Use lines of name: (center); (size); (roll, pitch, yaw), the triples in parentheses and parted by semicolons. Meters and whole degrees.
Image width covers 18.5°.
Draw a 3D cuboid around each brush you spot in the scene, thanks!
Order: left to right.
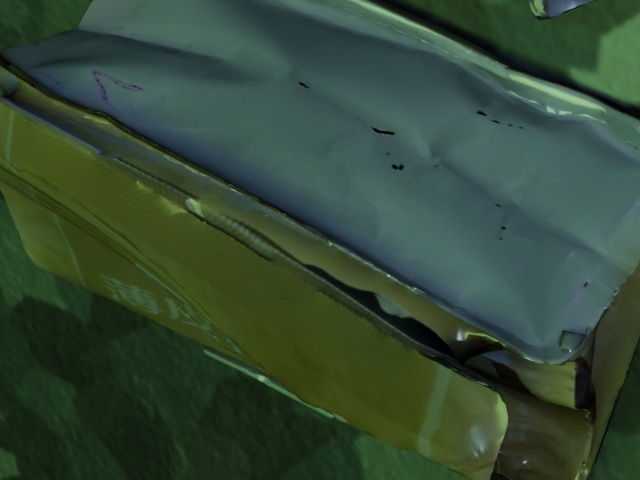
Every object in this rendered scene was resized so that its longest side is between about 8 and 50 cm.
brush: (-0.024, 0.071, 1.044); (0.083, 0.016, 0.013); (24, 111, 20)

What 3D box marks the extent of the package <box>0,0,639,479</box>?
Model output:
package: (-0.016, 0.009, 0.915); (0.311, 0.165, 0.221); (28, 125, 19)

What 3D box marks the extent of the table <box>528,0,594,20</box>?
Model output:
table: (0.111, -0.208, 0.692); (0.172, 0.169, 0.193); (-20, 106, 2)
